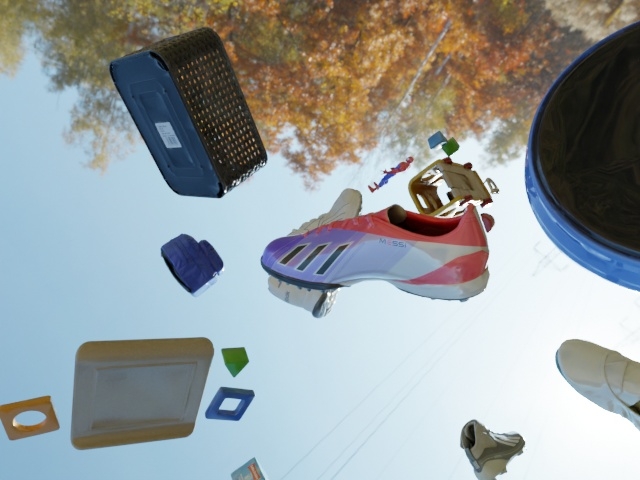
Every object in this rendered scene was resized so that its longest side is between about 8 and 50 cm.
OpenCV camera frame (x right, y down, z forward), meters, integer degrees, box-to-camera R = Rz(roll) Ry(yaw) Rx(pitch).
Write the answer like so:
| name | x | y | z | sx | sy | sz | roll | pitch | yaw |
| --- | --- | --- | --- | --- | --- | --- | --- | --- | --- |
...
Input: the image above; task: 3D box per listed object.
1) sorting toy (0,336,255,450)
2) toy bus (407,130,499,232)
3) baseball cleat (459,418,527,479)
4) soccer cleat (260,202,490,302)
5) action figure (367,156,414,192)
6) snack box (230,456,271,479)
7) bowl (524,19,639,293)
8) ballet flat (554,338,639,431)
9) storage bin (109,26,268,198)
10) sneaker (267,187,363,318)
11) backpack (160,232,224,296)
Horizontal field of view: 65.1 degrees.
| name | x | y | z | sx | sy | sz | roll | pitch | yaw |
| --- | --- | --- | --- | --- | --- | --- | --- | --- | --- |
| sorting toy | -0.264 | 0.215 | 0.732 | 0.348 | 0.196 | 0.047 | 3 | -149 | -26 |
| toy bus | 0.259 | -0.093 | 0.996 | 0.202 | 0.104 | 0.191 | 41 | -144 | -19 |
| baseball cleat | 0.338 | 0.389 | 0.978 | 0.206 | 0.072 | 0.109 | -1 | -124 | -58 |
| soccer cleat | 0.058 | 0.003 | 0.665 | 0.318 | 0.116 | 0.108 | 3 | -151 | 26 |
| action figure | 0.141 | -0.133 | 0.993 | 0.038 | 0.115 | 0.030 | -25 | -94 | -46 |
| snack box | -0.044 | 0.540 | 0.837 | 0.060 | 0.187 | 0.322 | -31 | -149 | -14 |
| bowl | 0.450 | -0.121 | 0.609 | 0.077 | 0.391 | 0.391 | 37 | -161 | -52 |
| ballet flat | 0.688 | 0.330 | 1.081 | 0.400 | 0.139 | 0.139 | 37 | -150 | -14 |
| storage bin | -0.158 | -0.150 | 0.612 | 0.122 | 0.180 | 0.084 | 7 | -142 | 41 |
| sneaker | 0.000 | 0.000 | 0.935 | 0.129 | 0.111 | 0.297 | 16 | -131 | 13 |
| backpack | -0.260 | 0.042 | 1.019 | 0.101 | 0.098 | 0.120 | -39 | -94 | -20 |
